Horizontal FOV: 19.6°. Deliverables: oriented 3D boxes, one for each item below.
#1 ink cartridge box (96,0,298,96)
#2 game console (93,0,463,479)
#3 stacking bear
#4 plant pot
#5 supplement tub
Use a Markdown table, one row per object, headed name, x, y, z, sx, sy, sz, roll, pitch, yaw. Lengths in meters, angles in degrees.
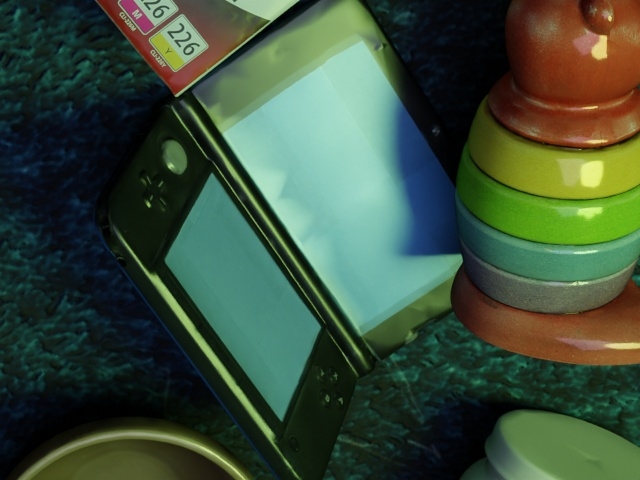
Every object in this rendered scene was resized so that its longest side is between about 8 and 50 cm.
| name | x | y | z | sx | sy | sz | roll | pitch | yaw |
| --- | --- | --- | --- | --- | --- | --- | --- | --- | --- |
| ink cartridge box | -0.098 | -0.313 | 1.315 | 0.272 | 0.130 | 0.309 | -38 | 112 | 4 |
| game console | 0.000 | 0.000 | 1.435 | 0.173 | 0.250 | 0.293 | -22 | 115 | 28 |
| stacking bear | 0.186 | -0.070 | 1.392 | 0.164 | 0.175 | 0.289 | -4 | 121 | -10 |
| plant pot | -0.159 | 0.240 | 1.525 | 0.237 | 0.110 | 0.237 | -3 | 110 | -9 |
| supplement tub | 0.178 | 0.300 | 1.561 | 0.191 | 0.191 | 0.272 | 16 | 107 | -15 |
